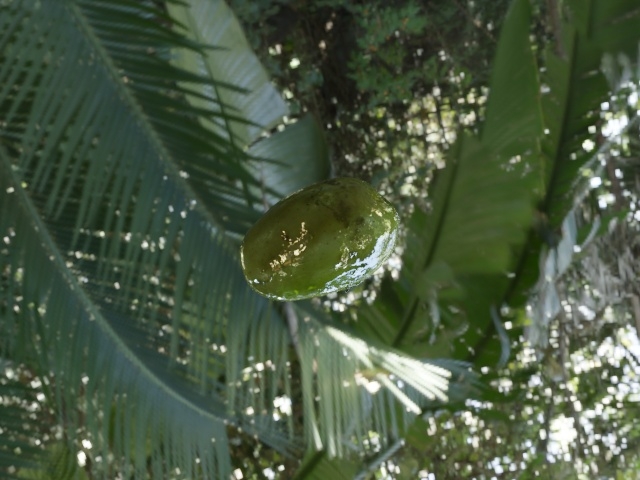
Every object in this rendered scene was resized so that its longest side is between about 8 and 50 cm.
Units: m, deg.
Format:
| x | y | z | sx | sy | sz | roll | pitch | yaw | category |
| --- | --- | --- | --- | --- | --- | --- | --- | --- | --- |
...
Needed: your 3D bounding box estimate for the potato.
| x | y | z | sx | sy | sz | roll | pitch | yaw | category |
| --- | --- | --- | --- | --- | --- | --- | --- | --- | --- |
| -0.001 | -0.003 | 1.446 | 0.304 | 0.216 | 0.216 | -15 | -160 | -4 | potato |
